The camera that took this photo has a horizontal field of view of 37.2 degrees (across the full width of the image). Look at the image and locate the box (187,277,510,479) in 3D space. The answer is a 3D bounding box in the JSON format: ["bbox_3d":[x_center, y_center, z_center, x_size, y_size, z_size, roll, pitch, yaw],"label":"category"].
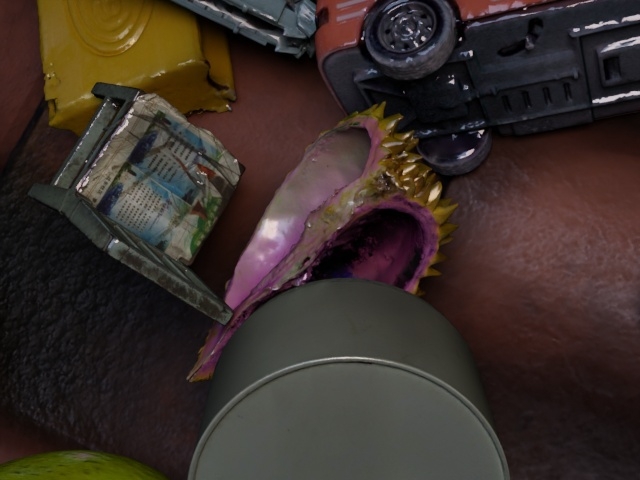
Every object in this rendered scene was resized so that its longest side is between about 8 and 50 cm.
[{"bbox_3d":[0.021,0.156,0.724,0.226,0.149,0.226,0,110,1],"label":"box"}]

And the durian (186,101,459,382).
[{"bbox_3d":[0.008,-0.003,0.838,0.260,0.154,0.186,-34,56,32],"label":"durian"}]

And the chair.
[{"bbox_3d":[-0.149,-0.047,0.872,0.147,0.136,0.270,-58,31,-7],"label":"chair"}]

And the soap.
[{"bbox_3d":[-0.218,-0.272,1.067,0.204,0.096,0.324,-18,65,13],"label":"soap"}]

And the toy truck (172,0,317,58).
[{"bbox_3d":[-0.116,-0.308,0.943,0.338,0.133,0.184,29,63,-10],"label":"toy truck"}]

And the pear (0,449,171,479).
[{"bbox_3d":[-0.273,0.312,0.754,0.239,0.318,0.342,34,84,23],"label":"pear"}]

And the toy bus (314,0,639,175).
[{"bbox_3d":[0.216,-0.222,0.825,0.427,0.203,0.233,-9,63,17],"label":"toy bus"}]
